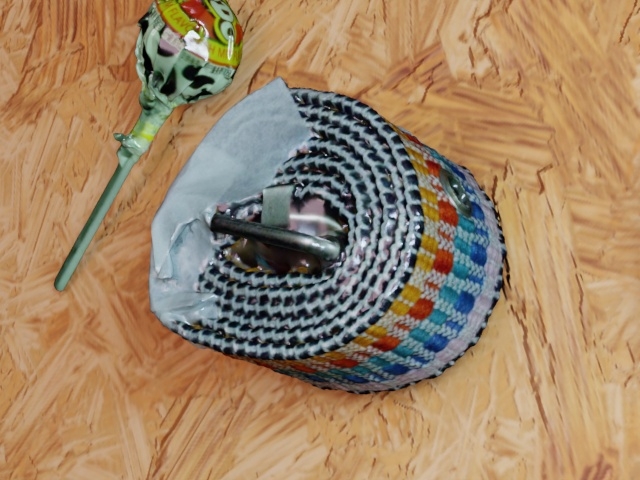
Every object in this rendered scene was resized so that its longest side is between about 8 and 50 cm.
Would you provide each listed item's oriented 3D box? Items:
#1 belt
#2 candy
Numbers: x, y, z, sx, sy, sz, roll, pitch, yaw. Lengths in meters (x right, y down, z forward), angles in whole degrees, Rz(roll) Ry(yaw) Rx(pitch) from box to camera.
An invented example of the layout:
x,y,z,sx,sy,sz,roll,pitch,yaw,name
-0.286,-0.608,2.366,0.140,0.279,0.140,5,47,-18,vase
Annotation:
x,y,z,sx,sy,sz,roll,pitch,yaw,name
0.000,0.000,1.396,0.257,0.150,0.207,13,80,41,belt
-0.159,-0.080,1.617,0.091,0.083,0.305,52,121,35,candy
